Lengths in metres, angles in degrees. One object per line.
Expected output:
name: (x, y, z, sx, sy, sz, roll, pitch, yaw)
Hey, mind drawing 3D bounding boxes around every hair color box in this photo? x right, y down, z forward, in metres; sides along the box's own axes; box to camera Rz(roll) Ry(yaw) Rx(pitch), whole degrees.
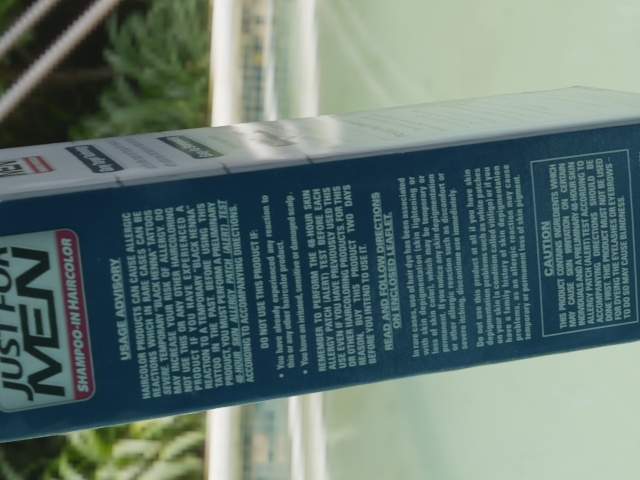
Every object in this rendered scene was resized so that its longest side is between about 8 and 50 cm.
hair color box: (0.000, 0.000, 0.764, 0.174, 0.347, 0.105, -151, 56, -73)
